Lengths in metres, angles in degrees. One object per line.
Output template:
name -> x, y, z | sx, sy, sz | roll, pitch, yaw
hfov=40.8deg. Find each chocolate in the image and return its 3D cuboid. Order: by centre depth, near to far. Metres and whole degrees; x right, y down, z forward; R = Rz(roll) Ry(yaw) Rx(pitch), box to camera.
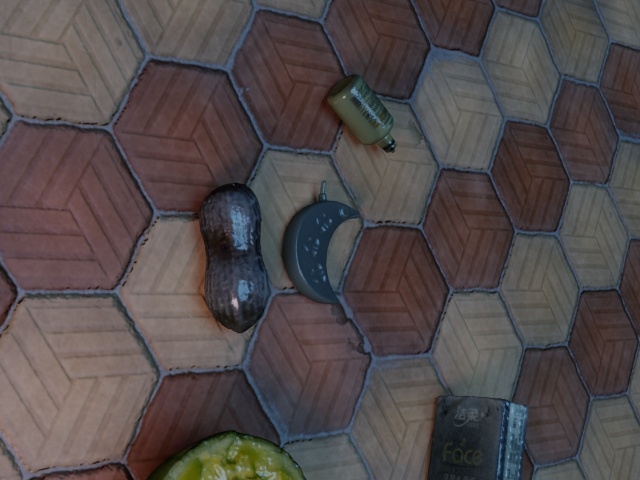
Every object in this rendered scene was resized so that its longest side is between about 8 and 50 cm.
chocolate -> -0.140, 0.026, 1.391 | 0.110, 0.110, 0.248 | -3, 80, -38

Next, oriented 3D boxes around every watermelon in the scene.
watermelon -> -0.166, 0.444, 1.263 | 0.330, 0.189, 0.331 | 22, 62, -49

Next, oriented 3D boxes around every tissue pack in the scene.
tissue pack -> 0.288, 0.425, 1.607 | 0.081, 0.185, 0.257 | 19, 72, -34

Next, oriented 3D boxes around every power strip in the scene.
power strip -> 0.000, 0.000, 1.539 | 0.137, 0.044, 0.216 | 22, 71, -32

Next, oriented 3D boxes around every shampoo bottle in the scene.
shampoo bottle -> 0.088, -0.230, 1.616 | 0.162, 0.079, 0.079 | 47, 59, -23
